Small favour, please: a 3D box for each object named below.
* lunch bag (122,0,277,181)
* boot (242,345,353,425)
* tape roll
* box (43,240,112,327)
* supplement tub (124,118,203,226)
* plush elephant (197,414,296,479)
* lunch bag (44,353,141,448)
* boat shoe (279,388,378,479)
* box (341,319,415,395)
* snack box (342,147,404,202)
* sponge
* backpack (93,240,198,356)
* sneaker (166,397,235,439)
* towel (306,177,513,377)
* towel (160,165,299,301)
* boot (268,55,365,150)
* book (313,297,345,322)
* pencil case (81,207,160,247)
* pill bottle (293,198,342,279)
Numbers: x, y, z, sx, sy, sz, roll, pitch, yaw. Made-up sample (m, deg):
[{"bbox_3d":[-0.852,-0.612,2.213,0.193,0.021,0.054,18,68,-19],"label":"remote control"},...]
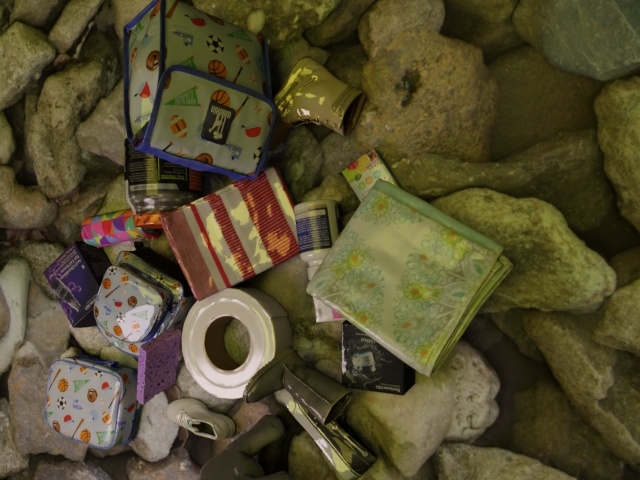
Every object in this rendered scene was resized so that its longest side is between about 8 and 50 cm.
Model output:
[{"bbox_3d":[-0.288,-0.352,1.591,0.238,0.327,0.386,-26,60,45],"label":"lunch bag"},{"bbox_3d":[-0.056,0.363,1.547,0.189,0.076,0.208,-45,61,-13],"label":"boot"},{"bbox_3d":[-0.217,0.261,1.716,0.286,0.100,0.287,-2,86,25],"label":"tape roll"},{"bbox_3d":[-0.683,0.128,1.929,0.153,0.108,0.207,-41,72,17],"label":"box"},{"bbox_3d":[-0.419,-0.205,1.771,0.207,0.207,0.338,-3,86,24],"label":"supplement tub"},{"bbox_3d":[-0.183,0.650,1.617,0.329,0.256,0.272,-24,31,-10],"label":"plush elephant"},{"bbox_3d":[-0.648,0.452,1.897,0.303,0.115,0.243,7,88,25],"label":"lunch bag"},{"bbox_3d":[0.017,0.427,1.594,0.105,0.113,0.306,-44,64,8],"label":"boat shoe"},{"bbox_3d":[0.136,0.266,1.548,0.155,0.093,0.159,2,98,24],"label":"box"},{"bbox_3d":[0.131,-0.139,1.610,0.100,0.037,0.141,-36,74,20],"label":"snack box"},{"bbox_3d":[-0.430,0.332,1.754,0.031,0.117,0.210,35,131,24],"label":"sponge"},{"bbox_3d":[-0.479,0.180,1.790,0.276,0.213,0.264,30,110,20],"label":"backpack"},{"bbox_3d":[-0.336,0.479,1.762,0.212,0.094,0.080,11,93,25],"label":"sneaker"},{"bbox_3d":[0.187,0.075,1.460,0.374,0.090,0.321,34,87,29],"label":"towel"},{"bbox_3d":[-0.212,-0.020,1.670,0.328,0.037,0.237,-25,91,-3],"label":"towel"},{"bbox_3d":[-0.025,-0.305,1.662,0.203,0.095,0.262,36,99,20],"label":"boot"},{"bbox_3d":[0.052,0.149,1.636,0.144,0.035,0.096,-8,88,24],"label":"book"},{"bbox_3d":[-0.570,-0.038,1.893,0.236,0.104,0.105,-7,84,25],"label":"pencil case"},{"bbox_3d":[0.000,0.000,1.622,0.111,0.112,0.187,-11,83,24],"label":"pill bottle"}]
